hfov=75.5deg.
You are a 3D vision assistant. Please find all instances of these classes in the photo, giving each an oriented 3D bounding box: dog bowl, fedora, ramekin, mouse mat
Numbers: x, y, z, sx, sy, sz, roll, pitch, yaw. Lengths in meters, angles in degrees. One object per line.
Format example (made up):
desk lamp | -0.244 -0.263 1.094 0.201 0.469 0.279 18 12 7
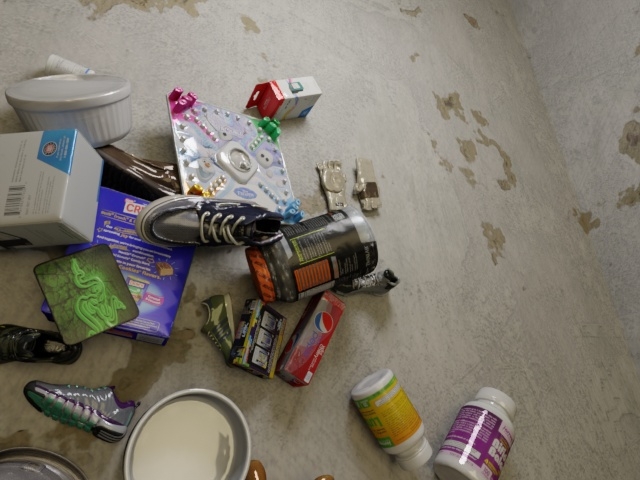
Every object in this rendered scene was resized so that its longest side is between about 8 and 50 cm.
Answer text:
dog bowl | -0.294 0.472 0.917 0.264 0.104 0.265 11 64 -23
fedora | -0.562 0.512 0.741 0.275 0.124 0.244 36 57 -10
ramekin | -0.602 -0.322 1.028 0.272 0.127 0.273 1 34 -1
mouse mat | -0.498 0.109 0.884 0.152 0.007 0.190 -24 81 -32

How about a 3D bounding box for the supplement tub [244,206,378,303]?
supplement tub | -0.026 0.045 1.161 0.337 0.207 0.207 -18 77 -15

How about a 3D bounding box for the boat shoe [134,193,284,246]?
boat shoe | -0.243 -0.040 0.983 0.340 0.158 0.127 -12 111 -43

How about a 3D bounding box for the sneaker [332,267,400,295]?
sneaker | 0.152 0.119 1.299 0.228 0.132 0.086 4 66 -27

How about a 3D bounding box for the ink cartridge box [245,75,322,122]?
ink cartridge box | -0.126 -0.479 1.414 0.230 0.134 0.078 -22 81 -33

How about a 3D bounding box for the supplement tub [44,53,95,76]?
supplement tub | -0.687 -0.456 1.138 0.107 0.071 0.071 19 61 -19

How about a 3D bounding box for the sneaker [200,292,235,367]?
sneaker | -0.265 0.236 1.071 0.086 0.064 0.192 -6 76 -14

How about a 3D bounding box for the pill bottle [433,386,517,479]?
pill bottle | 0.477 0.598 1.240 0.169 0.169 0.301 48 55 -2

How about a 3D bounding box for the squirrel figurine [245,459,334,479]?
squirrel figurine | -0.012 0.735 0.898 0.370 0.281 0.398 26 72 -28

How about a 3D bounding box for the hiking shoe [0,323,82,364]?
hiking shoe | -0.619 0.209 0.851 0.226 0.114 0.086 9 64 -25

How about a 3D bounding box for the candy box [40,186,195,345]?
candy box | -0.458 0.063 1.001 0.268 0.122 0.318 19 62 -19

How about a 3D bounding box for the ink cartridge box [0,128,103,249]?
ink cartridge box | -0.661 -0.104 0.891 0.307 0.129 0.223 -4 68 -1

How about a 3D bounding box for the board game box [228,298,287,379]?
board game box | -0.159 0.257 1.079 0.141 0.048 0.171 49 44 -47

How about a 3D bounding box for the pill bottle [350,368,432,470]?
pill bottle | 0.203 0.499 1.154 0.136 0.136 0.246 -28 83 -34

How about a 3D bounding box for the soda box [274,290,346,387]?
soda box | -0.027 0.271 1.158 0.083 0.092 0.263 38 57 -10

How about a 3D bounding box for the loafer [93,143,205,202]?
loafer | -0.435 -0.151 1.116 0.365 0.133 0.130 31 50 -25

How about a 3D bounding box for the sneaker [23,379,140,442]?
sneaker | -0.508 0.343 0.890 0.223 0.083 0.098 36 35 -15

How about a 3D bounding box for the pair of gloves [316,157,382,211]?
pair of gloves | 0.108 -0.196 1.472 0.239 0.042 0.204 -7 76 -29

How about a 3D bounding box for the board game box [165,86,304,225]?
board game box | -0.237 -0.240 1.226 0.389 0.050 0.391 3 64 -45
